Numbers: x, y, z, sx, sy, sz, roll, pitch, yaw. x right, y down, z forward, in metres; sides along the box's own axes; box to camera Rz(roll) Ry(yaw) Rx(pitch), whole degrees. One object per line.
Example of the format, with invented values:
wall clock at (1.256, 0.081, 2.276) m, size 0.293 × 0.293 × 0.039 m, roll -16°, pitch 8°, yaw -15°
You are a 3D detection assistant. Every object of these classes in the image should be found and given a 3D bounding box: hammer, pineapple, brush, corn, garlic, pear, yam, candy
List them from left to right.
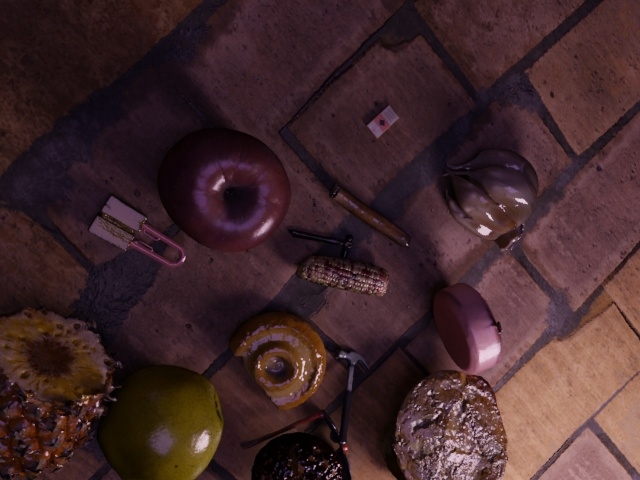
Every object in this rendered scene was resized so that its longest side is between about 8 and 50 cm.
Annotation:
pineapple at (-0.632, 0.342, 1.361) m, size 0.352 × 0.352 × 0.300 m, roll 25°, pitch 108°, yaw -17°
brush at (-0.433, -0.009, 1.520) m, size 0.233 × 0.047 × 0.103 m, roll 33°, pitch 89°, yaw -19°
pear at (-0.372, 0.441, 1.492) m, size 0.294 × 0.294 × 0.294 m, roll -2°, pitch 100°, yaw -15°
hammer at (0.000, 0.000, 1.649) m, size 0.178 × 0.021 × 0.065 m, roll 12°, pitch 97°, yaw -16°
corn at (0.060, 0.089, 1.648) m, size 0.253 × 0.086 × 0.086 m, roll 12°, pitch 96°, yaw -14°
hammer at (0.078, 0.421, 1.677) m, size 0.103 × 0.029 × 0.246 m, roll 17°, pitch 65°, yaw -24°
yam at (0.135, -0.062, 1.662) m, size 0.264 × 0.046 × 0.046 m, roll 34°, pitch 89°, yaw -17°
candy at (0.392, 0.234, 1.669) m, size 0.094 × 0.255 × 0.255 m, roll -19°, pitch 103°, yaw -11°
garlic at (0.475, -0.126, 1.712) m, size 0.237 × 0.210 × 0.292 m, roll -27°, pitch 113°, yaw 26°

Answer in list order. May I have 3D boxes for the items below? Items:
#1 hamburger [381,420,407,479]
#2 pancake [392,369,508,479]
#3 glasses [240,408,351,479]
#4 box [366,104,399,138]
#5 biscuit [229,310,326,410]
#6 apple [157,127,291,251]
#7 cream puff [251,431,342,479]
hamburger at (0.317, 0.576, 1.770) m, size 0.285 × 0.134 × 0.265 m, roll -37°, pitch 95°, yaw -16°
pancake at (0.350, 0.523, 1.682) m, size 0.356 × 0.065 × 0.356 m, roll 2°, pitch 84°, yaw -18°
glasses at (-0.054, 0.602, 1.683) m, size 0.268 × 0.118 × 0.234 m, roll -19°, pitch 105°, yaw -11°
box at (0.164, -0.313, 1.646) m, size 0.083 × 0.012 × 0.046 m, roll -43°, pitch 107°, yaw -5°
biscuit at (-0.095, 0.301, 1.637) m, size 0.213 × 0.091 × 0.274 m, roll -41°, pitch 104°, yaw -3°
apple at (-0.224, -0.119, 1.460) m, size 0.305 × 0.235 × 0.306 m, roll -3°, pitch 103°, yaw -15°
cream puff at (-0.062, 0.608, 1.582) m, size 0.239 × 0.165 × 0.239 m, roll 1°, pitch 105°, yaw 4°
